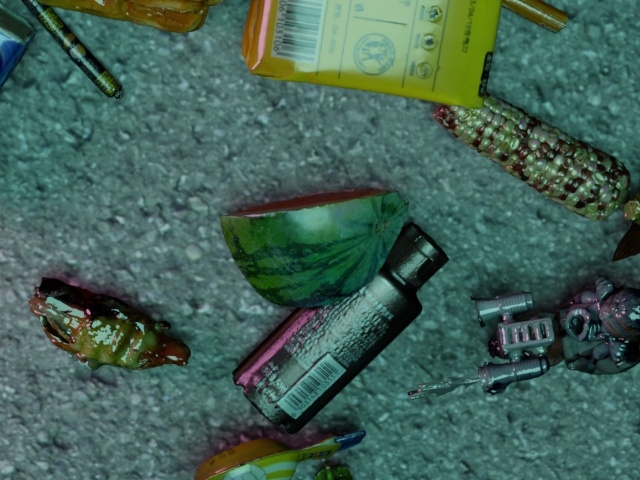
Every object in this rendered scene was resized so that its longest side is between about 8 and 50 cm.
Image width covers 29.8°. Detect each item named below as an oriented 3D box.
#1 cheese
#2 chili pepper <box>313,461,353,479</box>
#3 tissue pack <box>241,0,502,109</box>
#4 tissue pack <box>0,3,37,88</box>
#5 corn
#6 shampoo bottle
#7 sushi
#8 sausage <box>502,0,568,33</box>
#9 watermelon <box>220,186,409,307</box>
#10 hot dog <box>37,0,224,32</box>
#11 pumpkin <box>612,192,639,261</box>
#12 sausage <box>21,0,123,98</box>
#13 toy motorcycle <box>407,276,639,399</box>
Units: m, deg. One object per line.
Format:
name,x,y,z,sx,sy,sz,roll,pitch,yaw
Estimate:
cheese,-0.068,0.307,1.645,0.270,0.177,0.069,-17,71,-14
chili pepper,0.020,0.369,1.698,0.072,0.073,0.204,-11,123,-23
tissue pack,0.074,-0.369,1.402,0.293,0.228,0.382,8,107,-4
tissue pack,-0.502,-0.197,1.465,0.198,0.146,0.263,33,101,-13
corn,0.279,-0.119,1.560,0.280,0.092,0.092,30,103,-8
shampoo bottle,0.033,0.111,1.620,0.129,0.084,0.323,43,99,-5
sushi,-0.284,0.127,1.604,0.226,0.103,0.097,23,77,-7
sausage,0.263,-0.299,1.535,0.107,0.031,0.031,23,104,-10
watermelon,-0.002,0.018,1.547,0.231,0.128,0.146,-5,100,15
hot dog,-0.239,-0.316,1.478,0.249,0.102,0.076,10,64,-2
pumpkin,0.480,-0.072,1.548,0.248,0.131,0.126,-24,97,-14
sausage,-0.319,-0.254,1.521,0.028,0.025,0.198,-37,106,10
toy motorcycle,0.306,0.125,1.579,0.400,0.207,0.134,-9,78,4
